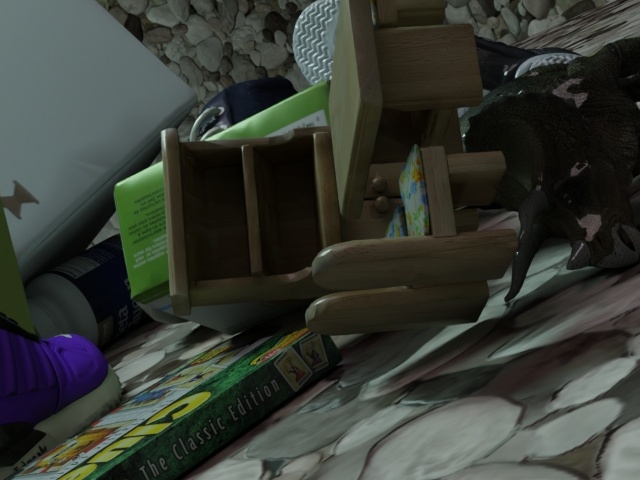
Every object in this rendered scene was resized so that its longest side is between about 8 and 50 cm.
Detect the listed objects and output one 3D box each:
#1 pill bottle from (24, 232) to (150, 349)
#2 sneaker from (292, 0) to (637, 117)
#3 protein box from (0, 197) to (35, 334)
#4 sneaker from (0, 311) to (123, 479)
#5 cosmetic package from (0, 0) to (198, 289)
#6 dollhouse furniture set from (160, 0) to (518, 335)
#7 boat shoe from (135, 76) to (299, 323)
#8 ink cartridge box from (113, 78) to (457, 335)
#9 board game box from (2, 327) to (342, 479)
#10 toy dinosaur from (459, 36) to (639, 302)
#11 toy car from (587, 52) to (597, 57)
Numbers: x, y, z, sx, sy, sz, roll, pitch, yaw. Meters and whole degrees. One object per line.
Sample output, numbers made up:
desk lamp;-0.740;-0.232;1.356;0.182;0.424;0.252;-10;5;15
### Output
pill bottle;-0.236;0.065;1.302;0.094;0.094;0.169;-20;10;43
sneaker;0.116;-0.119;1.024;0.268;0.101;0.153;19;9;14
protein box;-0.360;0.078;1.104;0.201;0.200;0.136;-21;-8;38
sneaker;-0.228;0.085;0.892;0.102;0.146;0.293;-25;7;10
cosmetic package;-0.408;-0.075;1.394;0.393;0.329;0.327;-44;4;45
dollhouse furniture set;-0.008;-0.051;0.706;0.161;0.212;0.242;-4;-21;-5
boat shoe;-0.088;-0.047;1.197;0.340;0.158;0.127;-27;-24;-53
ink cartridge box;0.000;0.000;0.985;0.188;0.097;0.255;-24;-27;23
board game box;-0.118;0.123;0.705;0.259;0.030;0.136;-32;11;-38
toy dinosaur;0.136;-0.063;0.785;0.160;0.121;0.313;-13;9;-7
toy car;0.272;-0.147;1.188;0.239;0.053;0.225;-25;6;5
